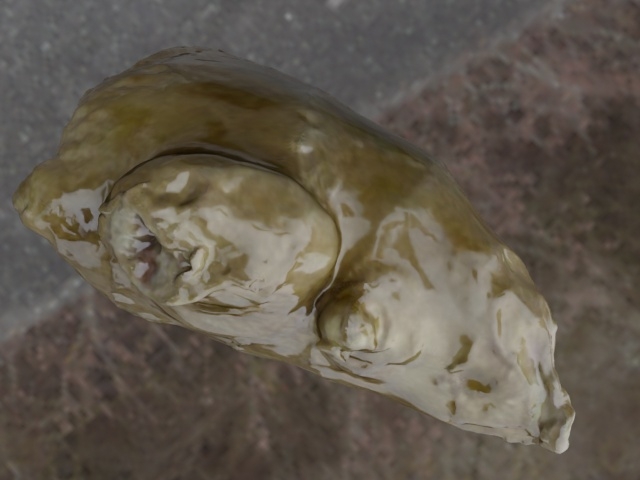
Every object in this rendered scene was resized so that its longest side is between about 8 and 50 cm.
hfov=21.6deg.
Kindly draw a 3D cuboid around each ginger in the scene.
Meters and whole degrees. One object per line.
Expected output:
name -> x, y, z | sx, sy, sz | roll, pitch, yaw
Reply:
ginger -> 0.000, 0.000, 0.752 | 0.219, 0.270, 0.123 | -8, 119, -58
